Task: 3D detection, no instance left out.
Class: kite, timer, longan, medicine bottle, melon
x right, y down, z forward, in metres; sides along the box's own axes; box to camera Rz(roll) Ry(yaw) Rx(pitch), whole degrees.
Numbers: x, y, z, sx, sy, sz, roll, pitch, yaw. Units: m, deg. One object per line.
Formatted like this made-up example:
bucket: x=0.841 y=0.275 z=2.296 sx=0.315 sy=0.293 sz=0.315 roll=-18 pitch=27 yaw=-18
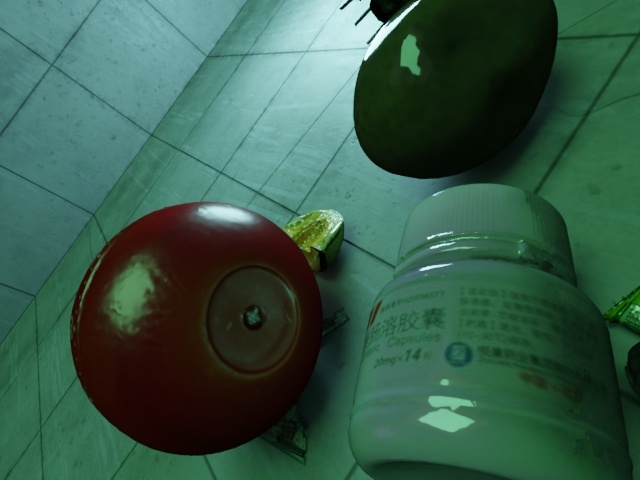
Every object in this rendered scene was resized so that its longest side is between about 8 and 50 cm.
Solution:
kite: x=-0.092 y=0.232 z=0.819 sx=0.368 sy=0.014 sz=0.406 roll=-38 pitch=41 yaw=19
timer: x=-0.172 y=0.126 z=0.666 sx=0.279 sy=0.378 sz=0.377 roll=-10 pitch=55 yaw=48
longan: x=0.206 y=-0.257 z=0.685 sx=0.350 sy=0.288 sz=0.288 roll=-51 pitch=39 yaw=8
medicine bottle: x=0.171 y=0.110 z=0.463 sx=0.241 sy=0.241 sz=0.301 roll=-16 pitch=42 yaw=37
melon: x=0.000 y=0.000 z=0.859 sx=0.128 sy=0.079 sz=0.160 roll=-44 pitch=35 yaw=-17

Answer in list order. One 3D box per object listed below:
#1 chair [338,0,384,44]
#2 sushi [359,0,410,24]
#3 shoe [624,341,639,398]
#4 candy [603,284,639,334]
chair: x=0.215 y=-0.635 z=1.048 sx=0.326 sy=0.160 sz=0.170 roll=-40 pitch=43 yaw=18
sushi: x=0.236 y=-0.552 z=0.853 sx=0.178 sy=0.294 sz=0.351 roll=-5 pitch=57 yaw=46
shoe: x=0.370 y=0.194 z=0.286 sx=0.132 sy=0.171 sz=0.336 roll=-31 pitch=19 yaw=11
candy: x=0.397 y=0.089 z=0.420 sx=0.102 sy=0.032 sz=0.178 roll=-55 pitch=40 yaw=4
